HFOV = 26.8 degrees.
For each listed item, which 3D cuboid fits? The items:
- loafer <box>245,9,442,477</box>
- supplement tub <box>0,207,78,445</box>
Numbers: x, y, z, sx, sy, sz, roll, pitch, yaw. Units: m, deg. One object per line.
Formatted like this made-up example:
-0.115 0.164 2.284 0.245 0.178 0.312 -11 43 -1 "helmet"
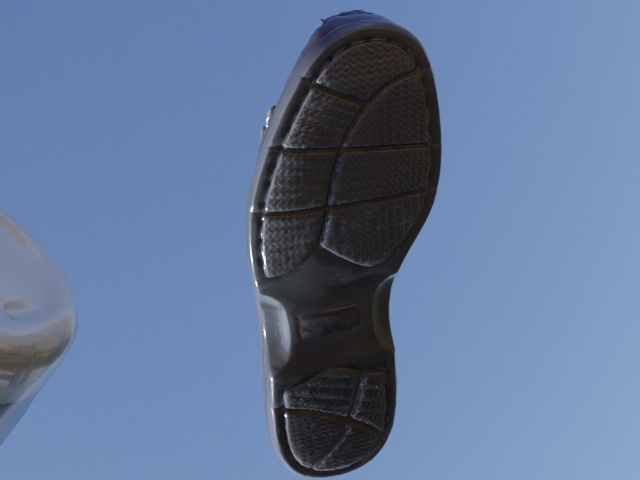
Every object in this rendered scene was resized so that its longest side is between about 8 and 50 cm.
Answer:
0.000 0.000 0.795 0.109 0.095 0.302 -5 -58 -15 "loafer"
-0.347 0.129 0.995 0.338 0.207 0.207 -52 -24 19 "supplement tub"
